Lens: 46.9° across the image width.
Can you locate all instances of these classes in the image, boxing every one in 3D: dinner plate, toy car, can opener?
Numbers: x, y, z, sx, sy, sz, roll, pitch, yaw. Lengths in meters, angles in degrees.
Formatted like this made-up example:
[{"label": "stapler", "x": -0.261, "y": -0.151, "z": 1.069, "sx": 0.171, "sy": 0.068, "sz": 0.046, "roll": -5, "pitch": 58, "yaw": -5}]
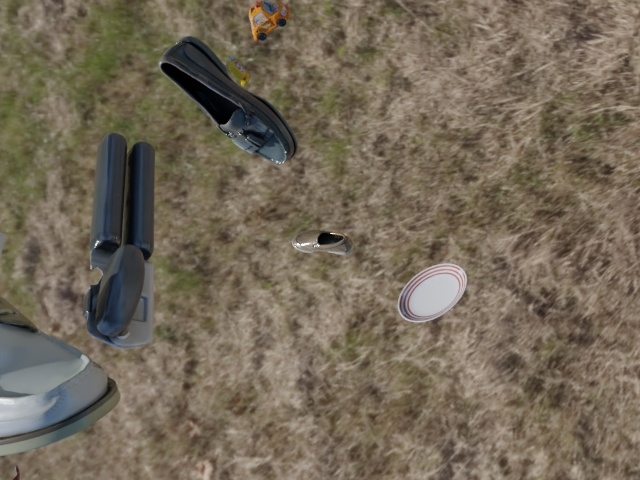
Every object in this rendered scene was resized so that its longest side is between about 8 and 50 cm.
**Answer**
[{"label": "dinner plate", "x": 0.207, "y": 0.098, "z": 1.353, "sx": 0.141, "sy": 0.141, "sz": 0.017, "roll": -13, "pitch": 127, "yaw": 35}, {"label": "toy car", "x": -0.076, "y": -0.252, "z": 0.906, "sx": 0.060, "sy": 0.040, "sz": 0.122, "roll": -15, "pitch": 47, "yaw": 34}, {"label": "can opener", "x": -0.215, "y": -0.009, "z": 0.831, "sx": 0.093, "sy": 0.074, "sz": 0.280, "roll": -42, "pitch": 44, "yaw": 38}]

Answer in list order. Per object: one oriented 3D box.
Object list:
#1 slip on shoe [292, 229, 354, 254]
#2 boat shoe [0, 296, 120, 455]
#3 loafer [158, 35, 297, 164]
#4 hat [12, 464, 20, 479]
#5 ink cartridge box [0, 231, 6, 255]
[{"label": "slip on shoe", "x": 0.000, "y": 0.000, "z": 1.470, "sx": 0.135, "sy": 0.041, "sz": 0.051, "roll": 11, "pitch": 66, "yaw": 30}, {"label": "boat shoe", "x": -0.301, "y": 0.106, "z": 0.639, "sx": 0.302, "sy": 0.113, "sz": 0.103, "roll": -2, "pitch": 110, "yaw": 34}, {"label": "loafer", "x": -0.157, "y": -0.215, "z": 1.215, "sx": 0.267, "sy": 0.084, "sz": 0.096, "roll": 44, "pitch": 131, "yaw": -6}, {"label": "hat", "x": -0.381, "y": 0.359, "z": 0.687, "sx": 0.209, "sy": 0.183, "sz": 0.172, "roll": -24, "pitch": 92, "yaw": 11}, {"label": "ink cartridge box", "x": -0.299, "y": 0.088, "z": 0.451, "sx": 0.134, "sy": 0.078, "sz": 0.230, "roll": 7, "pitch": 76, "yaw": 19}]
